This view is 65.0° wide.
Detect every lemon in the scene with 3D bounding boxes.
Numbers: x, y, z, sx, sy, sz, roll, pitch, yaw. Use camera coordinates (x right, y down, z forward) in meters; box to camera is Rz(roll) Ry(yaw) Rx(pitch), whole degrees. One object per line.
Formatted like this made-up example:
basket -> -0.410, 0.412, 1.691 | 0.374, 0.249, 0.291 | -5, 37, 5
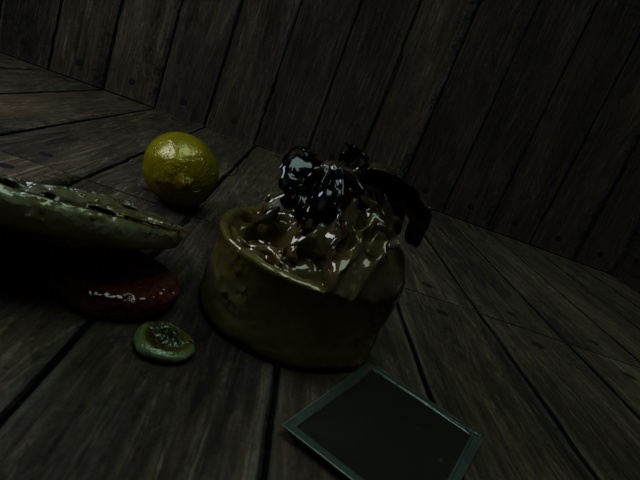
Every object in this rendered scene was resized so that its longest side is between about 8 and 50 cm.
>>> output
lemon -> -0.327, -0.165, 1.181 | 0.174, 0.173, 0.206 | 11, 28, -32

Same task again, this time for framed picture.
framed picture -> 0.091, 0.249, 0.646 | 0.197, 0.014, 0.252 | 29, 18, 24

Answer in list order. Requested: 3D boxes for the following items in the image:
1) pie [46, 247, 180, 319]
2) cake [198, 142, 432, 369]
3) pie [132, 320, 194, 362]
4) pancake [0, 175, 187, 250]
pie -> -0.296, 0.055, 0.729 | 0.183, 0.049, 0.182 | 20, 16, -6
cake -> -0.002, -0.004, 0.805 | 0.333, 0.320, 0.332 | 21, 17, -7
pie -> -0.202, 0.130, 0.653 | 0.084, 0.021, 0.084 | 19, 17, -6
pancake -> -0.389, -0.044, 0.736 | 0.388, 0.081, 0.387 | 15, 0, 0
